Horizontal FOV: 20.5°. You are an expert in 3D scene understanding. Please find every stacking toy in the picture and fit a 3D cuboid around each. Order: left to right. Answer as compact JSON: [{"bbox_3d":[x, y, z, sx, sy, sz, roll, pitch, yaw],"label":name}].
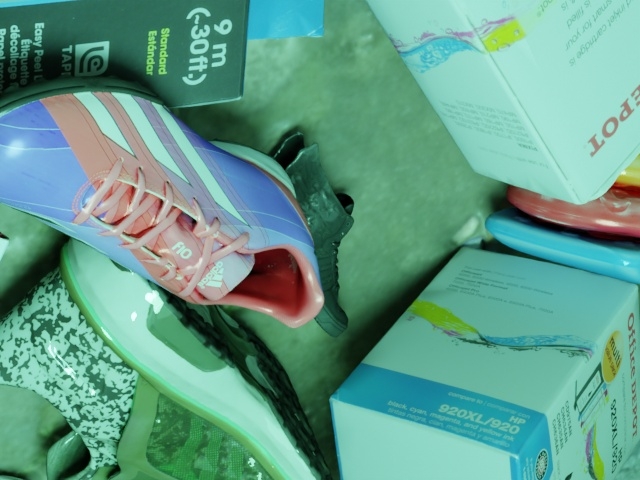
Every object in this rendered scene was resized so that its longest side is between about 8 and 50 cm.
[{"bbox_3d":[0.252,-0.126,1.445,0.175,0.166,0.302,-5,107,-49],"label":"stacking toy"}]

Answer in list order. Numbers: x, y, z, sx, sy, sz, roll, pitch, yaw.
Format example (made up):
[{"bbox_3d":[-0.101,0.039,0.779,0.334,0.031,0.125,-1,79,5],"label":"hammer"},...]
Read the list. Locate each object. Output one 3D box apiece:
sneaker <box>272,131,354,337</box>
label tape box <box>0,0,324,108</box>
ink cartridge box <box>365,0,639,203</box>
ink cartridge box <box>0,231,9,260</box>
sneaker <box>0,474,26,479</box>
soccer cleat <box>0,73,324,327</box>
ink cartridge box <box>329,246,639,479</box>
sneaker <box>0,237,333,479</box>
[{"bbox_3d":[-0.001,-0.001,1.395,0.089,0.051,0.170,-41,127,-2],"label":"sneaker"},{"bbox_3d":[-0.118,-0.217,1.160,0.348,0.115,0.249,-9,119,-28],"label":"label tape box"},{"bbox_3d":[0.143,-0.211,1.201,0.226,0.131,0.306,-46,126,-16],"label":"ink cartridge box"},{"bbox_3d":[-0.311,-0.021,1.008,0.130,0.309,0.272,20,103,-39],"label":"ink cartridge box"},{"bbox_3d":[-0.273,0.257,1.362,0.071,0.068,0.170,17,96,-23],"label":"sneaker"},{"bbox_3d":[-0.104,-0.019,1.161,0.108,0.116,0.318,-40,150,19],"label":"soccer cleat"},{"bbox_3d":[0.143,0.145,1.440,0.232,0.168,0.171,-46,139,-42],"label":"ink cartridge box"},{"bbox_3d":[-0.120,0.145,1.363,0.182,0.158,0.410,-31,127,7],"label":"sneaker"}]
